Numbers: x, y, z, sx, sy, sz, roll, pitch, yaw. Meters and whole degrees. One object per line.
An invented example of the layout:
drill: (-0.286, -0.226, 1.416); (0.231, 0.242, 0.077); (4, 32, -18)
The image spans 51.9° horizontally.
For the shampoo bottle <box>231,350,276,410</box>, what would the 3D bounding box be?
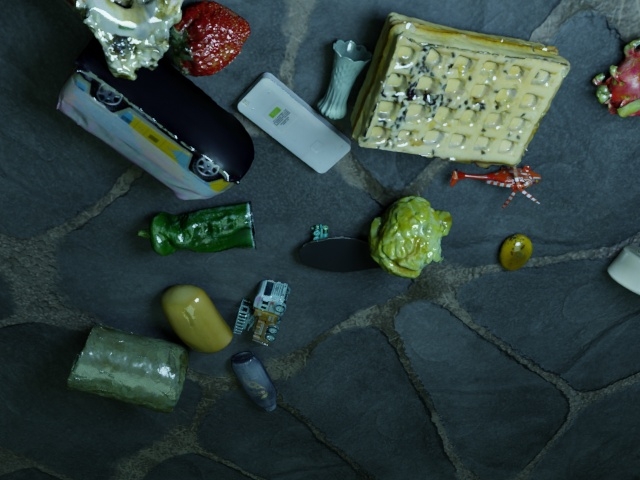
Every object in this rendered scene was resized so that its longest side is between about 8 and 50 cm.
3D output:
shampoo bottle: (-0.186, 0.413, 1.914); (0.087, 0.049, 0.233); (-12, 129, 11)

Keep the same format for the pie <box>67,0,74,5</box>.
pie: (-0.383, -0.479, 1.177); (0.183, 0.049, 0.182); (-5, 129, -6)

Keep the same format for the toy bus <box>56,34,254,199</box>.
toy bus: (-0.322, -0.234, 1.314); (0.386, 0.171, 0.162); (37, 136, -26)

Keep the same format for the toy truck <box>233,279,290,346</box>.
toy truck: (-0.151, 0.180, 1.710); (0.115, 0.080, 0.177); (17, 129, -4)

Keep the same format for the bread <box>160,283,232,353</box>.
bread: (-0.324, 0.210, 1.695); (0.147, 0.098, 0.217); (-6, 132, 31)

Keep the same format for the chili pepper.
chili pepper: (-0.287, -0.023, 1.528); (0.271, 0.099, 0.136); (-7, 154, -4)

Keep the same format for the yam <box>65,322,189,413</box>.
yam: (-0.502, 0.340, 1.756); (0.300, 0.195, 0.195); (19, 126, -16)

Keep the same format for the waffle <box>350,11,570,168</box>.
waffle: (0.266, -0.285, 1.282); (0.377, 0.114, 0.260); (5, 133, -20)

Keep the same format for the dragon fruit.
dragon fruit: (0.637, -0.310, 1.291); (0.172, 0.160, 0.167); (-37, 163, 29)

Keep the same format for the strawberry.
strawberry: (-0.215, -0.381, 1.235); (0.131, 0.148, 0.131); (31, 144, 26)

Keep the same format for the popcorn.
popcorn: (0.216, -0.011, 1.509); (0.213, 0.198, 0.197); (-12, 140, -40)

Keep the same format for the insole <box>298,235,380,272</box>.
insole: (0.119, 0.033, 1.621); (0.349, 0.009, 0.119); (-1, 132, -8)

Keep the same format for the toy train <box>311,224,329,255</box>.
toy train: (0.000, 0.000, 1.599); (0.045, 0.029, 0.092); (-4, 128, -9)

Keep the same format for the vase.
vase: (0.042, -0.315, 1.313); (0.081, 0.081, 0.148); (11, 132, -11)

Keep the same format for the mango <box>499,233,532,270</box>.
mango: (0.482, 0.032, 1.627); (0.079, 0.057, 0.114); (-7, 138, -2)

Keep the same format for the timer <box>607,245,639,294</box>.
timer: (0.829, -0.003, 1.571); (0.175, 0.175, 0.265); (14, 111, -13)

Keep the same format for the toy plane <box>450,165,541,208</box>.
toy plane: (0.394, -0.133, 1.479); (0.194, 0.077, 0.126); (-11, 126, 17)

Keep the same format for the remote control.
remote control: (-0.053, -0.244, 1.392); (0.250, 0.034, 0.103); (34, 120, -27)

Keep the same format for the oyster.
oyster: (-0.329, -0.456, 1.117); (0.201, 0.107, 0.354); (8, 109, -32)
